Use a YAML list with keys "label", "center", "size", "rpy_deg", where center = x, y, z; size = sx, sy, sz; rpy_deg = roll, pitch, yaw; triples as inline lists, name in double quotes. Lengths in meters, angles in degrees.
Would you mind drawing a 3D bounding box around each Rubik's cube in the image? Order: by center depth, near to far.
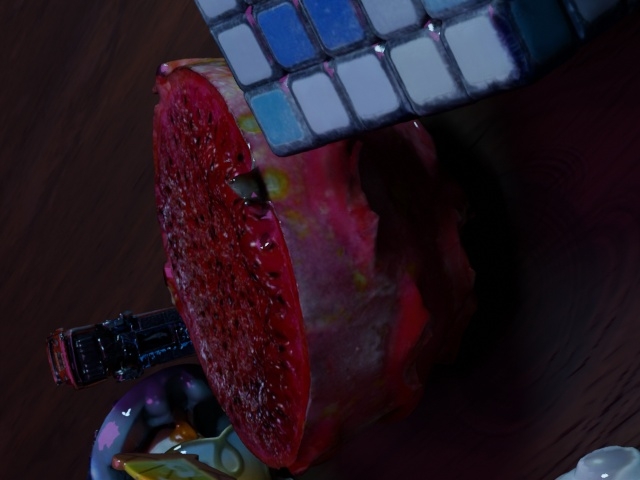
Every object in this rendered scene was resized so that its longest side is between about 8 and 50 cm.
- label: "Rubik's cube"
  center: [0.077, -0.260, 1.125]
  size: [0.293, 0.287, 0.292]
  rpy_deg: [-16, 105, 53]

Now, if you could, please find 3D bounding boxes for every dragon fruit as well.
- label: "dragon fruit"
  center: [0.000, 0.000, 1.395]
  size: [0.371, 0.249, 0.386]
  rpy_deg: [129, 125, -64]

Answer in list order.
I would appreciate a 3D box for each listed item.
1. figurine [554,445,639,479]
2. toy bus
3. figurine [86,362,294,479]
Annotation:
- label: "figurine"
  center: [0.253, 0.260, 1.163]
  size: [0.361, 0.211, 0.253]
  rpy_deg: [-32, 75, 50]
- label: "toy bus"
  center: [-0.172, 0.102, 1.641]
  size: [0.096, 0.235, 0.073]
  rpy_deg: [-18, 85, 58]
- label: "figurine"
  center: [-0.076, 0.322, 1.588]
  size: [0.388, 0.277, 0.248]
  rpy_deg: [34, 102, 39]
